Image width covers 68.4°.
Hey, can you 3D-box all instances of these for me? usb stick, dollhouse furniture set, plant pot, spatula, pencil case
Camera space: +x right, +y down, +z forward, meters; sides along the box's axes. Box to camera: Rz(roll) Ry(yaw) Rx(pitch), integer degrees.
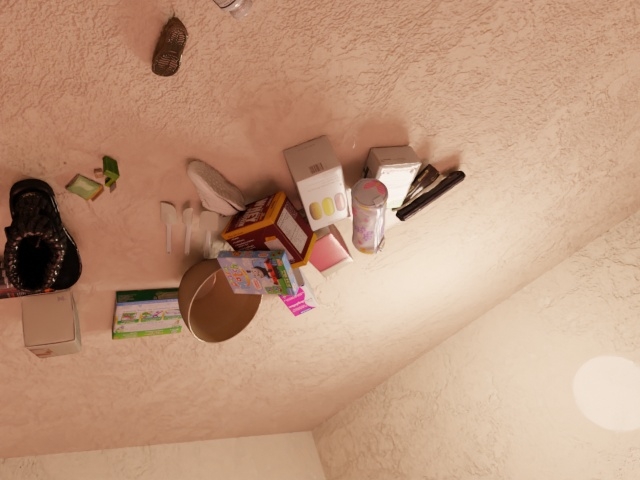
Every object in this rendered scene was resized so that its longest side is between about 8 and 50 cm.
[{"bbox_3d":[0.388,-0.157,1.668,0.278,0.045,0.077,-35,-176,1],"label":"usb stick"},{"bbox_3d":[-0.565,-0.140,1.183,0.151,0.059,0.076,-36,143,18],"label":"dollhouse furniture set"},{"bbox_3d":[-0.361,0.172,1.574,0.284,0.191,0.284,-25,128,-36],"label":"plant pot"},{"bbox_3d":[-0.401,-0.019,1.437,0.168,0.019,0.242,7,139,-11],"label":"spatula"},{"bbox_3d":[0.154,-0.070,1.485,0.113,0.124,0.273,-15,144,-5],"label":"pencil case"}]

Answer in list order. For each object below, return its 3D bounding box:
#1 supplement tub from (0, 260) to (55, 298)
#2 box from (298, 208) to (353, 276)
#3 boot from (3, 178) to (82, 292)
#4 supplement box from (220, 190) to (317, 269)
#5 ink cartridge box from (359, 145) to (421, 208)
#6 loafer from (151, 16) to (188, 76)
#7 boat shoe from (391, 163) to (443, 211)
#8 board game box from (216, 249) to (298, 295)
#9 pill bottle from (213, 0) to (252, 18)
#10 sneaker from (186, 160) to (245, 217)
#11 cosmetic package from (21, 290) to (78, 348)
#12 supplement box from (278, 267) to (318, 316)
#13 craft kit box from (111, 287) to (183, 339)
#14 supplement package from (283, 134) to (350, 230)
[{"bbox_3d":[-0.816,0.104,1.327,0.197,0.106,0.106,-5,142,-26],"label":"supplement tub"},{"bbox_3d":[0.000,0.000,1.617,0.126,0.149,0.232,-30,146,8],"label":"box"},{"bbox_3d":[-0.668,0.050,1.144,0.131,0.260,0.348,-19,133,-22],"label":"boot"},{"bbox_3d":[-0.152,-0.014,1.419,0.191,0.129,0.194,-17,125,31],"label":"supplement box"},{"bbox_3d":[0.214,-0.199,1.525,0.153,0.087,0.208,-7,144,-21],"label":"ink cartridge box"},{"bbox_3d":[-0.313,-0.403,0.985,0.056,0.050,0.148,11,149,-35],"label":"loafer"},{"bbox_3d":[0.316,-0.180,1.629,0.069,0.081,0.227,46,129,-8],"label":"boat shoe"},{"bbox_3d":[-0.187,0.098,1.417,0.211,0.039,0.160,0,133,19],"label":"board game box"},{"bbox_3d":[-0.188,-0.493,0.915,0.067,0.067,0.120,-34,144,16],"label":"pill bottle"},{"bbox_3d":[-0.308,-0.133,1.325,0.094,0.090,0.235,-20,146,18],"label":"sneaker"},{"bbox_3d":[-0.806,0.261,1.424,0.129,0.153,0.296,-5,162,-26],"label":"cosmetic package"},{"bbox_3d":[-0.099,0.196,1.860,0.111,0.114,0.220,-25,147,2],"label":"supplement box"},{"bbox_3d":[-0.617,0.266,1.709,0.249,0.061,0.247,-1,137,-29],"label":"craft kit box"},{"bbox_3d":[-0.005,-0.164,1.405,0.139,0.134,0.244,-21,146,-2],"label":"supplement package"}]
